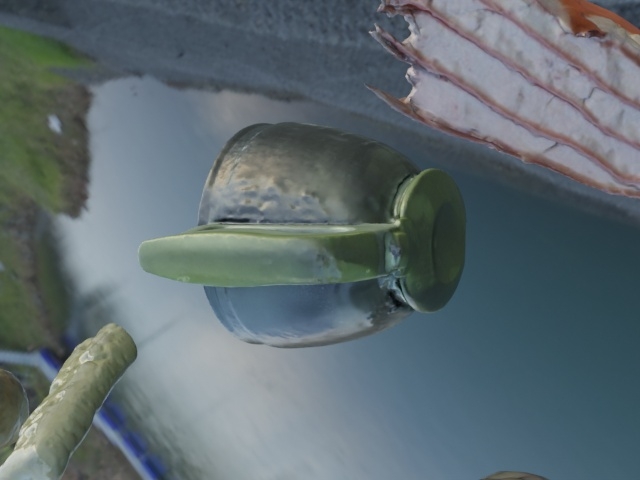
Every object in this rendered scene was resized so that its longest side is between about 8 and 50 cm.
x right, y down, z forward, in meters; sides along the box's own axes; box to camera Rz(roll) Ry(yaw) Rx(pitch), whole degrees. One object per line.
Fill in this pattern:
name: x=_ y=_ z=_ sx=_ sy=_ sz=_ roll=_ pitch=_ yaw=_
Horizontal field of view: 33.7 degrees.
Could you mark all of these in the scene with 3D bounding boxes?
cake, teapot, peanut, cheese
cake: x=0.154 y=-0.091 z=0.619 sx=0.098 sy=0.287 sz=0.135 roll=-64 pitch=29 yaw=26
teapot: x=0.007 y=-0.020 z=1.053 sx=0.239 sy=0.239 sz=0.321 roll=1 pitch=159 yaw=32
peanut: x=-0.376 y=0.182 z=1.147 sx=0.228 sy=0.086 sz=0.104 roll=84 pitch=169 yaw=-75
cheese: x=-0.206 y=0.136 z=0.871 sx=0.043 sy=0.065 sz=0.194 roll=55 pitch=-154 yaw=-19

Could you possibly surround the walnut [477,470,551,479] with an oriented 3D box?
walnut: x=0.150 y=0.324 z=0.913 sx=0.273 sy=0.273 sz=0.227 roll=114 pitch=139 yaw=-67
